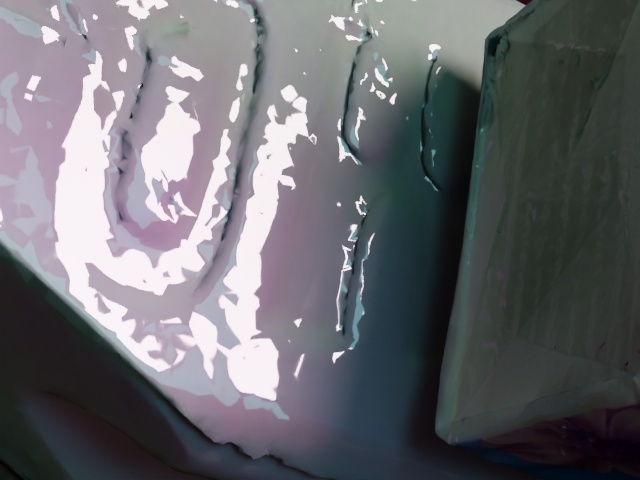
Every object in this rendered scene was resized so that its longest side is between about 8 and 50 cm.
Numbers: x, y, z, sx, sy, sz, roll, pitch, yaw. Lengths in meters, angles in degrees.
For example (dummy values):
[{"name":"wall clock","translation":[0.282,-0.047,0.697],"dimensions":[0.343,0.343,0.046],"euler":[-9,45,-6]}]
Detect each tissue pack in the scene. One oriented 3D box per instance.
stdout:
[{"name":"tissue pack","translation":[0.194,0.024,0.591],"dimensions":[0.263,0.146,0.198],"euler":[22,63,-23]}]

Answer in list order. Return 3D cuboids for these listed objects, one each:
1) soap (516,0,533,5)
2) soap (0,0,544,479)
[{"name":"soap","translation":[0.192,-0.227,0.888],"dimensions":[0.182,0.112,0.289],"euler":[41,57,-13]},{"name":"soap","translation":[0.000,0.000,0.670],"dimensions":[0.446,0.156,0.261],"euler":[21,63,-22]}]
